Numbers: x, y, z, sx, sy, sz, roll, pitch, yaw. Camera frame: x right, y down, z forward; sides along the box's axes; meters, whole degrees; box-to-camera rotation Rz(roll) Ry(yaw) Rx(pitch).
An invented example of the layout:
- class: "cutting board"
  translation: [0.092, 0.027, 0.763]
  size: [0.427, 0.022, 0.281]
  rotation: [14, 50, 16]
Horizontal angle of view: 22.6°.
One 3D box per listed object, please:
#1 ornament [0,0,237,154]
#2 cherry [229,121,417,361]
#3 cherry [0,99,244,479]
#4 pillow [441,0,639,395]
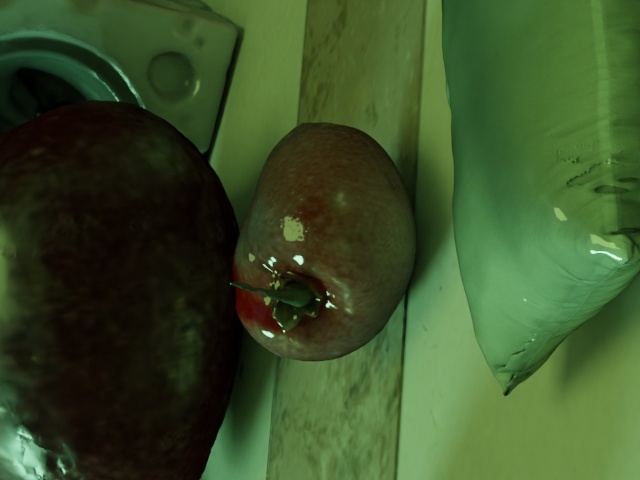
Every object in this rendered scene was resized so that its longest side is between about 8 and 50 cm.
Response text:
- class: "ornament"
  translation: [-0.229, -0.090, 1.184]
  size: [0.240, 0.240, 0.239]
  rotation: [-137, 61, -65]
- class: "cherry"
  translation: [0.005, -0.001, 0.783]
  size: [0.126, 0.087, 0.106]
  rotation: [-69, 9, -26]
- class: "cherry"
  translation: [-0.145, 0.046, 0.982]
  size: [0.230, 0.203, 0.300]
  rotation: [-34, 64, 53]
- class: "pillow"
  translation: [0.088, -0.074, 0.631]
  size: [0.144, 0.078, 0.254]
  rotation: [119, 154, -59]
